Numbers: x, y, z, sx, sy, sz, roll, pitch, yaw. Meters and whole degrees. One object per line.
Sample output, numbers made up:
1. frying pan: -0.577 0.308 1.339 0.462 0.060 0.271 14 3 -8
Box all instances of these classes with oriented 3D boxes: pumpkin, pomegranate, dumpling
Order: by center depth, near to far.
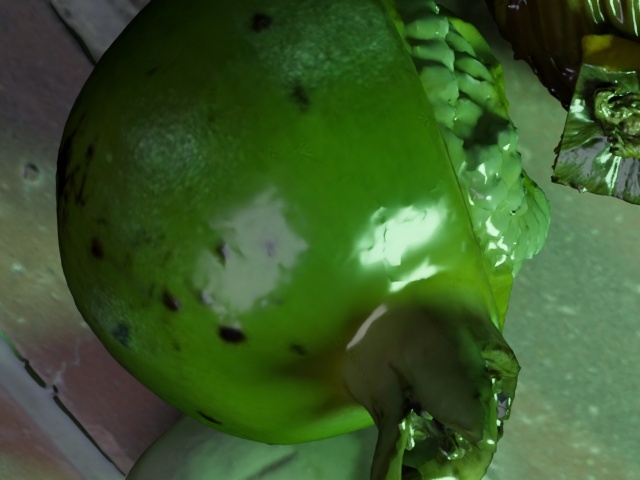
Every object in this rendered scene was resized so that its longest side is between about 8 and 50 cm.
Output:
1. pomegranate: 0.000 0.000 0.888 0.260 0.341 0.260 -14 136 -14
2. pumpkin: 0.158 -0.057 0.893 0.074 0.054 0.083 13 128 6
3. dumpling: -0.054 0.182 1.114 0.258 0.193 0.147 -15 115 33

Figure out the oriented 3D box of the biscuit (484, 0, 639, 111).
1. biscuit: 0.221 -0.156 0.852 0.318 0.040 0.318 10 129 13
